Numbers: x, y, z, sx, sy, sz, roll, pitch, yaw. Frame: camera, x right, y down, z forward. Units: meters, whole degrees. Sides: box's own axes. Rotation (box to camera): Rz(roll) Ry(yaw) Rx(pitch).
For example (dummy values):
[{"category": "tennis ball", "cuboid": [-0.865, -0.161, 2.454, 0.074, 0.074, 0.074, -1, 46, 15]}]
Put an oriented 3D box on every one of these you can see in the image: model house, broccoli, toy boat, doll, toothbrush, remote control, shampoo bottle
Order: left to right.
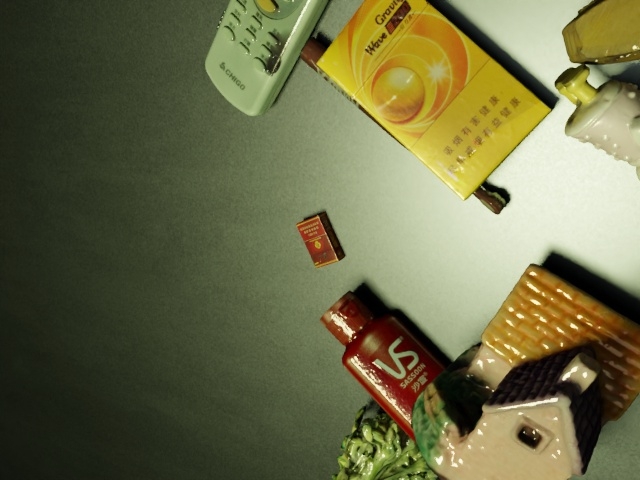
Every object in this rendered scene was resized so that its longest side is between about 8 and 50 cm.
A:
[{"category": "remote control", "cuboid": [-0.076, -0.326, 0.889, 0.140, 0.056, 0.296, 48, 129, 15]}, {"category": "broccoli", "cuboid": [0.076, 0.373, 0.946, 0.177, 0.274, 0.199, 37, 116, 20]}, {"category": "toothbrush", "cuboid": [0.108, -0.159, 0.841, 0.364, 0.041, 0.041, 43, 128, 13]}, {"category": "shampoo bottle", "cuboid": [0.131, 0.211, 0.939, 0.314, 0.118, 0.076, 46, 166, 11]}, {"category": "model house", "cuboid": [0.259, 0.174, 0.759, 0.202, 0.237, 0.237, 39, 123, 24]}, {"category": "doll", "cuboid": [0.338, -0.108, 0.656, 0.207, 0.129, 0.081, 38, 99, -1]}, {"category": "toy boat", "cuboid": [0.377, -0.234, 0.567, 0.321, 0.121, 0.089, -9, 104, 52]}]

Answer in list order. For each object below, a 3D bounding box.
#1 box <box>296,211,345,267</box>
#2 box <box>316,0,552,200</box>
[{"category": "box", "cuboid": [0.000, 0.000, 0.998, 0.051, 0.023, 0.082, -19, 97, 40]}, {"category": "box", "cuboid": [0.138, -0.196, 0.780, 0.269, 0.043, 0.152, 46, 111, 11]}]
